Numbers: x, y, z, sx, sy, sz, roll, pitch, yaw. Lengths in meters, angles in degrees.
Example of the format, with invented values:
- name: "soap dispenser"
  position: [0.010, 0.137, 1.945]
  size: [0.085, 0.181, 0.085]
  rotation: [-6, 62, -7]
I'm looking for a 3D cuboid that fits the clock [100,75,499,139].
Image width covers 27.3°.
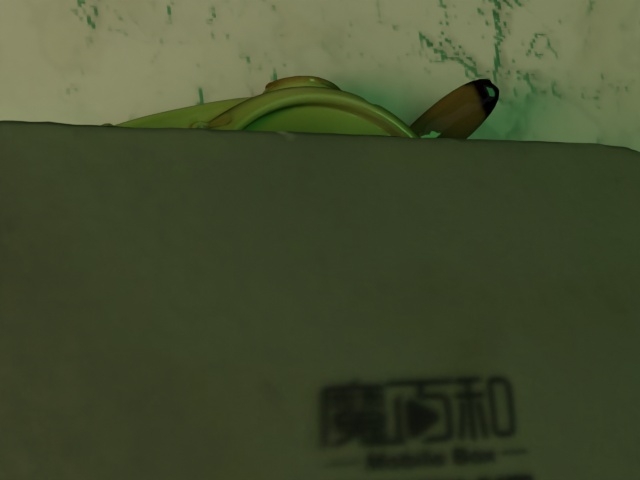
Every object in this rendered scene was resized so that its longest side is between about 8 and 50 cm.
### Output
- name: "clock"
  position: [0.000, 0.000, 0.623]
  size: [0.232, 0.069, 0.170]
  rotation: [-23, 90, -26]

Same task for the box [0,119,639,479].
- name: "box"
  position: [0.029, 0.129, 0.483]
  size: [0.367, 0.090, 0.373]
  rotation: [1, 60, -26]
